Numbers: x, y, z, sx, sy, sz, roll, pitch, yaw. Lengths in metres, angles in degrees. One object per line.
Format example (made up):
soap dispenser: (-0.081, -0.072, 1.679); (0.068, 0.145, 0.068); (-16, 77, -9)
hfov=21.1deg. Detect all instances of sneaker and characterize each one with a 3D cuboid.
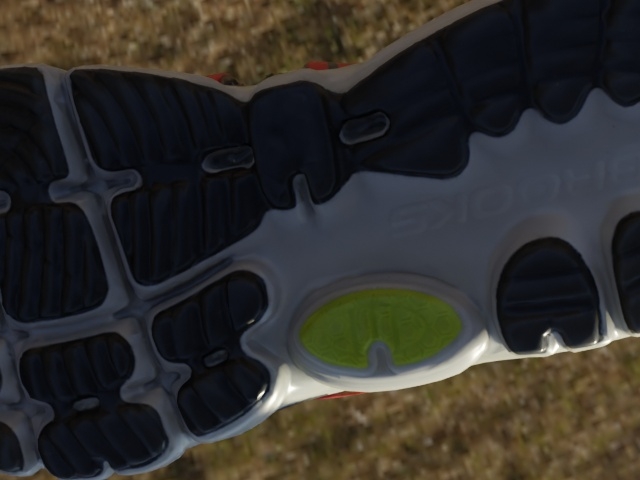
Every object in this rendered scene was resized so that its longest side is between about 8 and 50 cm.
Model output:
sneaker: (0.000, 0.000, 0.455); (0.279, 0.107, 0.118); (-6, 180, 22)
